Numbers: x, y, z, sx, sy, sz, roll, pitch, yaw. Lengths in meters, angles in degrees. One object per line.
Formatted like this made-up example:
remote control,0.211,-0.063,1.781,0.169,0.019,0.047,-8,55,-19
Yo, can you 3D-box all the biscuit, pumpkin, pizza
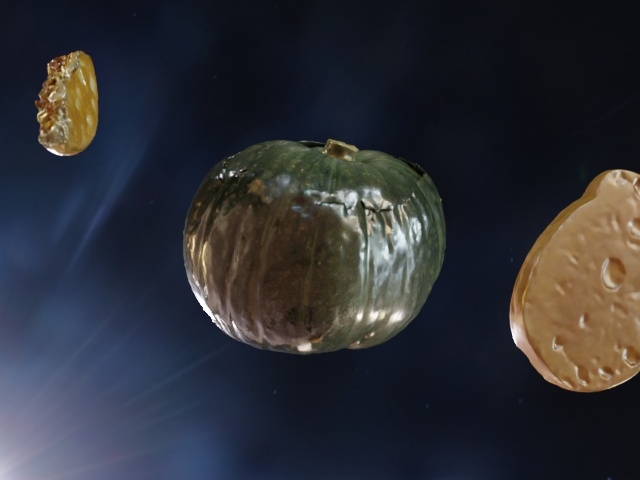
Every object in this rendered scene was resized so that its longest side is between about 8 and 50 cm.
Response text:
biscuit,0.175,0.033,0.446,0.118,0.140,0.023,48,-18,0
pumpkin,0.000,0.000,0.973,0.292,0.328,0.257,20,-72,35
pizza,-0.373,-0.201,1.130,0.058,0.246,0.127,-10,-39,0
